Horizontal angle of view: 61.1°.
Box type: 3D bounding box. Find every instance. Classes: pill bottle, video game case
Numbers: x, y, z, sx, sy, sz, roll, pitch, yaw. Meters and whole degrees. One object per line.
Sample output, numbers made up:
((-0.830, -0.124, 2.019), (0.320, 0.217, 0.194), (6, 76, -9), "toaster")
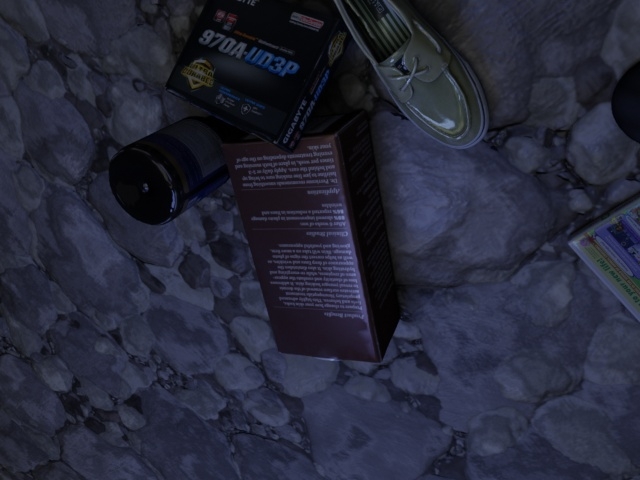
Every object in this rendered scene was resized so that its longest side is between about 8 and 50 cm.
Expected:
((-0.209, -0.121, 0.842), (0.122, 0.219, 0.123), (11, 121, 19), "pill bottle")
((0.479, 0.024, 0.719), (0.212, 0.023, 0.193), (46, 126, -5), "video game case")

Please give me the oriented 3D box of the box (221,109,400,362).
((0.000, 0.000, 0.865), (0.191, 0.143, 0.382), (1, 116, 25), "box")

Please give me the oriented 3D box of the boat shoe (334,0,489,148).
((0.106, -0.236, 0.704), (0.109, 0.094, 0.302), (-35, 99, 36), "boat shoe")

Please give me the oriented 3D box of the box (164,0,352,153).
((-0.090, -0.240, 0.740), (0.220, 0.051, 0.175), (30, 95, 26), "box")

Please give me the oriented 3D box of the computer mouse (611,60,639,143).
((0.472, -0.152, 0.592), (0.272, 0.072, 0.189), (5, 120, 23), "computer mouse")
